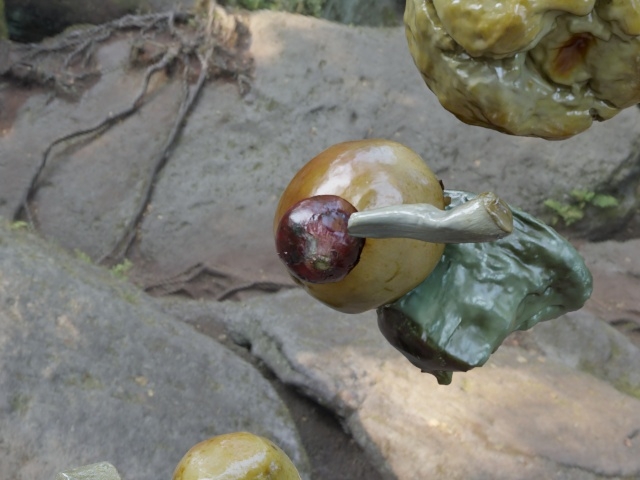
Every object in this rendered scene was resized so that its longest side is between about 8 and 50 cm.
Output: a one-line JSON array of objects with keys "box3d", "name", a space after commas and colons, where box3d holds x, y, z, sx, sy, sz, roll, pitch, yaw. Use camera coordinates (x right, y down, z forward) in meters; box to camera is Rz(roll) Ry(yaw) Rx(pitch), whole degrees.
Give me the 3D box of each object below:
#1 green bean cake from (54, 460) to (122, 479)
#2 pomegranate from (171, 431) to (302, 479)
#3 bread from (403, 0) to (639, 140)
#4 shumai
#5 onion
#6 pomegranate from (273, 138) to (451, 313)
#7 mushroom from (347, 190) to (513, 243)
[{"box3d": [-0.435, 0.492, 1.379, 0.109, 0.179, 0.085, 9, 27, -47], "name": "green bean cake"}, {"box3d": [-0.176, 0.600, 1.724, 0.342, 0.342, 0.342, 18, 30, -11], "name": "pomegranate"}, {"box3d": [0.193, -0.181, 0.675, 0.244, 0.244, 0.134, 16, 52, -15], "name": "bread"}, {"box3d": [0.276, 0.106, 1.451, 0.397, 0.324, 0.323, 24, 70, 25], "name": "shumai"}, {"box3d": [0.000, 0.000, 1.072, 0.131, 0.131, 0.131, 18, 30, -11], "name": "onion"}, {"box3d": [0.079, -0.033, 1.306, 0.319, 0.319, 0.319, 18, 30, -11], "name": "pomegranate"}, {"box3d": [0.120, -0.023, 0.879, 0.059, 0.202, 0.054, 47, 49, -47], "name": "mushroom"}]
